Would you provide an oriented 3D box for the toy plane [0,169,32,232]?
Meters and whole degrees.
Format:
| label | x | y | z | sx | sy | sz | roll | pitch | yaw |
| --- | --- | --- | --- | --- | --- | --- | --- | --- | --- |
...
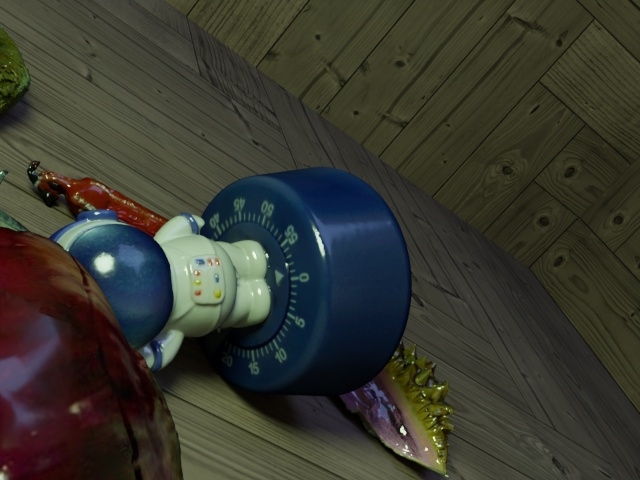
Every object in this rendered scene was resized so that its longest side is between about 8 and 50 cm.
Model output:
| label | x | y | z | sx | sy | sz | roll | pitch | yaw |
| --- | --- | --- | --- | --- | --- | --- | --- | --- | --- |
| toy plane | -0.374 | -0.074 | 0.870 | 0.192 | 0.088 | 0.262 | 18 | -10 | 46 |

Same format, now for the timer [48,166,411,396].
| label | x | y | z | sx | sy | sz | roll | pitch | yaw |
| --- | --- | --- | --- | --- | --- | --- | --- | --- | --- |
| timer | -0.118 | 0.050 | 0.924 | 0.383 | 0.270 | 0.270 | -1 | 43 | -46 |

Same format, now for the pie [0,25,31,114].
| label | x | y | z | sx | sy | sz | roll | pitch | yaw |
| --- | --- | --- | --- | --- | --- | --- | --- | --- | --- |
| pie | -0.499 | -0.263 | 1.093 | 0.296 | 0.078 | 0.371 | 35 | 16 | -25 |

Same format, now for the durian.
| label | x | y | z | sx | sy | sz | roll | pitch | yaw |
| --- | --- | --- | --- | --- | --- | --- | --- | --- | --- |
| durian | 0.078 | 0.168 | 1.230 | 0.341 | 0.112 | 0.191 | 42 | 18 | 12 |

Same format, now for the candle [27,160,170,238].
| label | x | y | z | sx | sy | sz | roll | pitch | yaw |
| --- | --- | --- | --- | --- | --- | --- | --- | --- | --- |
| candle | -0.228 | -0.012 | 1.094 | 0.301 | 0.059 | 0.084 | 32 | 9 | -28 |

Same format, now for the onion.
| label | x | y | z | sx | sy | sz | roll | pitch | yaw |
| --- | --- | --- | --- | --- | --- | --- | --- | --- | --- |
| onion | -0.180 | 0.119 | 0.439 | 0.219 | 0.252 | 0.252 | -21 | 55 | -26 |
